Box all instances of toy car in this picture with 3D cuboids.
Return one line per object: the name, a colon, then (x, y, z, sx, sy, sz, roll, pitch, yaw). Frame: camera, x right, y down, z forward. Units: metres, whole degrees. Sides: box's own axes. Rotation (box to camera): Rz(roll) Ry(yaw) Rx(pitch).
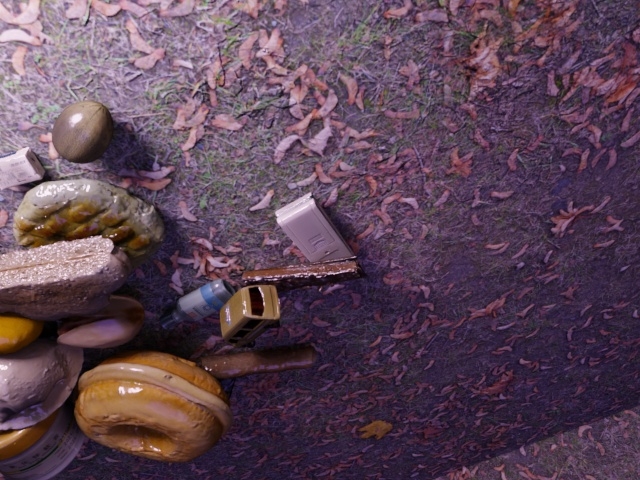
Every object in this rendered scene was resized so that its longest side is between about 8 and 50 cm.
toy car: (-0.200, 0.206, 1.265, 0.125, 0.101, 0.257, 6, 148, -31)

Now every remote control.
remote control: (0.000, 0.000, 1.227, 0.103, 0.055, 0.277, -29, 134, 10)

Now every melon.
melon: (-0.442, -0.202, 0.902, 0.098, 0.098, 0.131, 32, 119, -35)

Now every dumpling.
dumpling: (-0.716, 0.346, 1.161, 0.244, 0.175, 0.226, -6, 99, -14)

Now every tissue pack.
tissue pack: (-0.599, -0.141, 0.947, 0.083, 0.042, 0.062, -16, 130, -2)

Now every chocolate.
chocolate: (-0.046, 0.090, 1.231, 0.330, 0.065, 0.102, -8, 151, 19)

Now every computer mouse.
computer mouse: (-0.702, 0.269, 1.268, 0.079, 0.047, 0.135, -24, 121, -3)

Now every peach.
peach: (-0.725, 0.181, 1.100, 0.179, 0.179, 0.103, 7, 119, -21)

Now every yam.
yam: (-0.185, 0.376, 1.483, 0.357, 0.081, 0.081, -3, 130, -12)

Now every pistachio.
pistachio: (-0.544, 0.202, 1.195, 0.215, 0.144, 0.143, -12, 132, -8)

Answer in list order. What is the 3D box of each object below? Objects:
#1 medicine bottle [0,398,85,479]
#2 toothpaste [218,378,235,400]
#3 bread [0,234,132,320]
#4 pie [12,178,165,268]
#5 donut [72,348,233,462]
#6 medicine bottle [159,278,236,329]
medicine bottle: (-0.801, 0.505, 1.314, 0.238, 0.237, 0.231, -14, 133, -4)
toothpaste: (-0.311, 0.472, 1.557, 0.071, 0.045, 0.193, 6, 122, -20)
bread: (-0.571, 0.100, 1.043, 0.338, 0.101, 0.183, -10, 138, 0)
pie: (-0.508, -0.015, 1.065, 0.307, 0.071, 0.306, -7, 131, -8)
donut: (-0.467, 0.471, 1.361, 0.449, 0.198, 0.448, 4, 135, 4)
medicine bottle: (-0.329, 0.174, 1.283, 0.209, 0.053, 0.090, -28, 136, 8)
